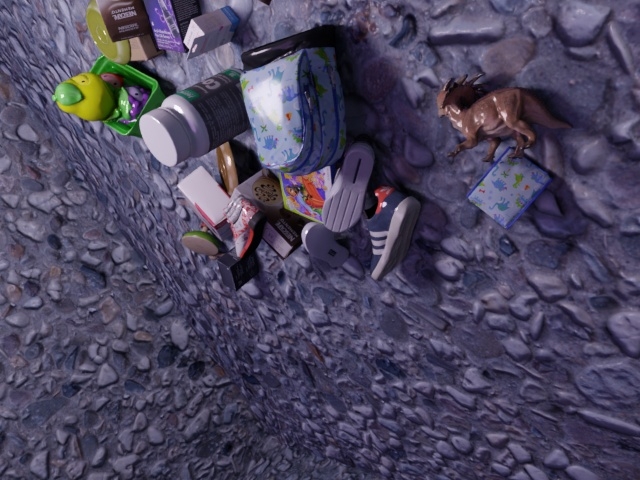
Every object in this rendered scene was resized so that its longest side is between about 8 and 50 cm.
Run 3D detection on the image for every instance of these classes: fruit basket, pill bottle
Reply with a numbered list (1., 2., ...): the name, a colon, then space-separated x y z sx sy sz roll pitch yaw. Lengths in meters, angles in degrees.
1. fruit basket: -0.820 -0.564 1.894 0.392 0.283 0.392 32 179 1
2. pill bottle: -0.373 -0.392 1.572 0.204 0.361 0.204 29 141 27

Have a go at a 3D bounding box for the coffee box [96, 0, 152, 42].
1. coffee box: -0.667 -0.800 1.621 0.098 0.141 0.247 137 111 -75

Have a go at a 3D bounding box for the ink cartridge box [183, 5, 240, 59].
1. ink cartridge box: -0.339 -0.620 1.472 0.062 0.181 0.104 50 146 -2

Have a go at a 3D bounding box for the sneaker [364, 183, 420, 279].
1. sneaker: 0.194 -0.027 1.520 0.148 0.131 0.350 40 140 25

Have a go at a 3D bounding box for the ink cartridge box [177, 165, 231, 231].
1. ink cartridge box: -0.441 -0.140 2.009 0.226 0.131 0.306 46 167 5

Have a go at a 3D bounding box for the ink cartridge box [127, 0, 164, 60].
1. ink cartridge box: -0.704 -0.770 1.817 0.234 0.088 0.193 16 135 40

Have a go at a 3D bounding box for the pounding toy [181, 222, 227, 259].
1. pounding toy: -0.549 -0.006 2.401 0.183 0.110 0.237 -14 142 41

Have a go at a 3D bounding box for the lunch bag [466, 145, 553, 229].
1. lunch bag: 0.445 -0.125 1.161 0.129 0.096 0.151 40 116 12

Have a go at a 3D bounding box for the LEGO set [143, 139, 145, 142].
1. LEGO set: -0.714 -0.443 2.129 0.287 0.107 0.132 10 130 43

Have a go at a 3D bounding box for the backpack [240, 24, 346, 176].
1. backpack: -0.068 -0.353 1.329 0.290 0.273 0.356 0 120 35

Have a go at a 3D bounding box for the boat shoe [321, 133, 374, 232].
1. boat shoe: 0.098 -0.166 1.482 0.121 0.119 0.335 23 133 0

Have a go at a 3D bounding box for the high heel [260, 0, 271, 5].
1. high heel: -0.210 -0.782 1.279 0.377 0.127 0.181 42 117 17

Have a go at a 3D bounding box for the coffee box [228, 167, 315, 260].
1. coffee box: -0.168 -0.098 1.801 0.297 0.168 0.119 47 146 4

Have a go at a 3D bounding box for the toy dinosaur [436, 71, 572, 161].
1. toy dinosaur: 0.378 -0.282 1.071 0.295 0.127 0.200 -2 87 30

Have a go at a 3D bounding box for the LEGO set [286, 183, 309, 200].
1. LEGO set: -0.071 -0.164 1.623 0.083 0.023 0.054 38 149 -7

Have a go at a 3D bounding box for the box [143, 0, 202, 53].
1. box: -0.467 -0.726 1.579 0.153 0.108 0.207 22 138 35

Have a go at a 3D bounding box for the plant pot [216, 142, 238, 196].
1. plant pot: -0.357 -0.273 1.867 0.236 0.032 0.236 166 90 -73

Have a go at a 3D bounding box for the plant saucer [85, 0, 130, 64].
1. plant saucer: -0.792 -0.762 1.815 0.241 0.037 0.241 31 142 28

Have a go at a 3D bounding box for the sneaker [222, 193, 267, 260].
1. sneaker: -0.282 -0.049 1.750 0.145 0.090 0.270 42 142 11

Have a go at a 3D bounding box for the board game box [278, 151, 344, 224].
1. board game box: -0.031 -0.225 1.604 0.233 0.078 0.347 24 139 32

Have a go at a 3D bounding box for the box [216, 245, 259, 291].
1. box: -0.374 0.118 2.250 0.093 0.158 0.156 25 139 31

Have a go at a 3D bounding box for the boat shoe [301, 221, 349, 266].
1. boat shoe: 0.000 0.000 1.689 0.102 0.108 0.301 39 -178 32
